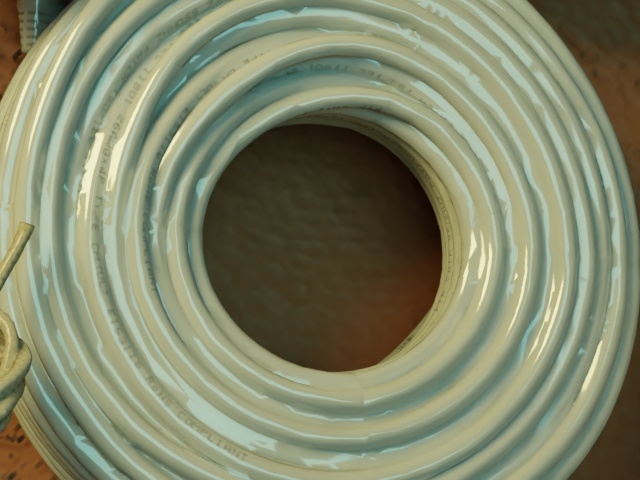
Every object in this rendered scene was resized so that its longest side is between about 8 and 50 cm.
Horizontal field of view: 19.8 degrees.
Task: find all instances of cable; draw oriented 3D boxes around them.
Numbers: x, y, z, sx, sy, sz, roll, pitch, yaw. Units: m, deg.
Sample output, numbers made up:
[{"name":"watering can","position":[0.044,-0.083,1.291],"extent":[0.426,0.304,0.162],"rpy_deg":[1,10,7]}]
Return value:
[{"name":"cable","position":[0.000,0.000,0.688],"extent":[0.257,0.089,0.257],"rpy_deg":[10,78,-14]}]

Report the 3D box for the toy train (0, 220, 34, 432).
[{"name":"toy train","position":[-0.093,0.132,0.576],"extent":[0.143,0.105,0.248],"rpy_deg":[42,57,-27]}]
